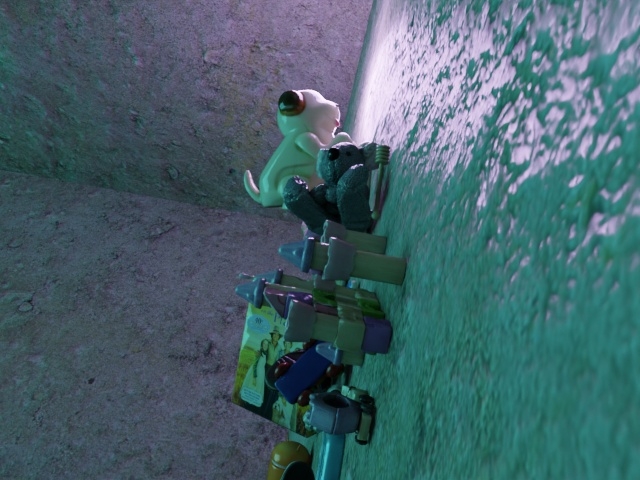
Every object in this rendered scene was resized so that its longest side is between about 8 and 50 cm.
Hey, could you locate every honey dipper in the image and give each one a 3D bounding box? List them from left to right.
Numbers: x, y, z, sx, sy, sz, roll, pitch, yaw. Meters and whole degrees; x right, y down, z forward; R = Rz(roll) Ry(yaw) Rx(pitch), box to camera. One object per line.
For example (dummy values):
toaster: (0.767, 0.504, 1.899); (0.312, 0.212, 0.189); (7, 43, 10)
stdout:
honey dipper: (0.127, -0.123, 1.171); (0.030, 0.031, 0.160); (122, 154, -83)

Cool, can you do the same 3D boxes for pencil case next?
pencil case: (0.000, 0.000, 2.025); (0.386, 0.160, 0.167); (-91, -17, -74)

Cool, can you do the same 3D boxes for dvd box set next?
dvd box set: (-0.112, 0.351, 1.698); (0.062, 0.308, 0.420); (1, -78, -59)

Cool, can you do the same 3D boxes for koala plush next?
koala plush: (0.046, -0.134, 1.258); (0.203, 0.196, 0.221); (54, -144, -47)

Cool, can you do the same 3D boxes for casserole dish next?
casserole dish: (0.016, 0.470, 1.124); (0.114, 0.037, 0.188); (125, 156, -83)

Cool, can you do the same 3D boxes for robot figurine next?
robot figurine: (-0.099, 0.719, 1.690); (0.158, 0.128, 0.219); (2, -83, -78)

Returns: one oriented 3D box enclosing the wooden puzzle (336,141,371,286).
wooden puzzle: (0.069, -0.064, 1.583); (0.347, 0.081, 0.322); (104, 176, -53)

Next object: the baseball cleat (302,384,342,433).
baseball cleat: (0.023, 0.335, 1.121); (0.109, 0.072, 0.206); (-51, 4, -31)

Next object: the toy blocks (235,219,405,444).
toy blocks: (-0.027, 0.125, 0.940); (0.288, 0.260, 0.308); (-100, 20, -81)

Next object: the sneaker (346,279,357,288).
sneaker: (0.038, 0.160, 1.321); (0.058, 0.085, 0.152); (-84, 6, -62)

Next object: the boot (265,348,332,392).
boot: (-0.042, 0.355, 1.404); (0.236, 0.085, 0.178); (-27, -41, -37)

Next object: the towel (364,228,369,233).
towel: (0.110, -0.024, 1.310); (0.060, 0.009, 0.083); (111, 170, -80)

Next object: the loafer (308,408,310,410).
loafer: (0.004, 0.430, 1.394); (0.148, 0.056, 0.050); (125, 158, -60)

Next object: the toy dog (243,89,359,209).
toy dog: (-0.052, -0.301, 1.867); (0.285, 0.396, 0.407); (2, -84, -60)

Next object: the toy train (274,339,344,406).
toy train: (0.023, 0.270, 1.242); (0.248, 0.105, 0.143); (-44, -31, -5)

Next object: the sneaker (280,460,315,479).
sneaker: (-0.083, 0.725, 1.445); (0.178, 0.124, 0.295); (142, 138, -72)
